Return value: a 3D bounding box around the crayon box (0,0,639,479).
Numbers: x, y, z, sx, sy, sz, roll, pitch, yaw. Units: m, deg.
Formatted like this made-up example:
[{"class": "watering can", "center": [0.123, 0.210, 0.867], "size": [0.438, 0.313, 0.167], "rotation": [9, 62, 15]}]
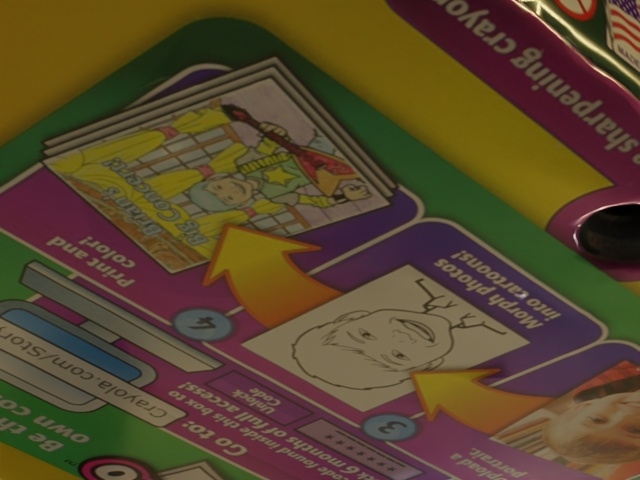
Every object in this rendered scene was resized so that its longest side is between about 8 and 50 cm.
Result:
[{"class": "crayon box", "center": [0.000, 0.000, 0.586], "size": [0.313, 0.106, 0.363], "rotation": [-27, -44, 36]}]
